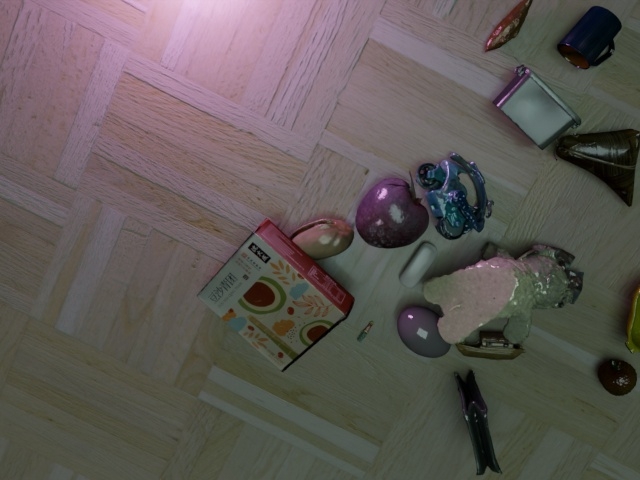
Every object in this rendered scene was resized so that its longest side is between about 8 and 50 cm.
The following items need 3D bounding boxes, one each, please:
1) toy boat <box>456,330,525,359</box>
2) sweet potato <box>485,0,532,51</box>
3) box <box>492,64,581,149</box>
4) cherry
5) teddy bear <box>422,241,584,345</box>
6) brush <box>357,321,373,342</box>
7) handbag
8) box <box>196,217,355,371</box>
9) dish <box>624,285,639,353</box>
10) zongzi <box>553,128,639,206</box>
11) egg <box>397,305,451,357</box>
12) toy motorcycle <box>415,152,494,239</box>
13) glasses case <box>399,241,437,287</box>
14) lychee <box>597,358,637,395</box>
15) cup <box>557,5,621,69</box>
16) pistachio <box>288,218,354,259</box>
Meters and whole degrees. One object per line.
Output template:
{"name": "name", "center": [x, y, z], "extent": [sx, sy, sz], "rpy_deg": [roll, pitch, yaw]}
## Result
{"name": "toy boat", "center": [0.559, 0.346, 1.835], "extent": [0.225, 0.068, 0.088], "rpy_deg": [4, 97, 7]}
{"name": "sweet potato", "center": [0.564, -0.637, 1.636], "extent": [0.068, 0.060, 0.206], "rpy_deg": [43, 110, 24]}
{"name": "box", "center": [0.632, -0.387, 1.639], "extent": [0.243, 0.163, 0.135], "rpy_deg": [41, 110, -5]}
{"name": "cherry", "center": [0.225, -0.080, 1.715], "extent": [0.266, 0.183, 0.213], "rpy_deg": [-36, 85, 30]}
{"name": "teddy bear", "center": [0.587, 0.161, 1.747], "extent": [0.375, 0.362, 0.328], "rpy_deg": [-33, 68, 37]}
{"name": "brush", "center": [0.154, 0.310, 1.879], "extent": [0.018, 0.021, 0.083], "rpy_deg": [35, 101, 0]}
{"name": "handbag", "center": [0.503, 0.586, 1.788], "extent": [0.079, 0.260, 0.248], "rpy_deg": [-13, 104, 10]}
{"name": "box", "center": [-0.146, 0.184, 1.776], "extent": [0.385, 0.122, 0.344], "rpy_deg": [43, 120, -4]}
{"name": "dish", "center": [1.063, 0.238, 1.749], "extent": [0.221, 0.108, 0.263], "rpy_deg": [15, 100, 1]}
{"name": "zongzi", "center": [0.831, -0.211, 1.684], "extent": [0.247, 0.111, 0.241], "rpy_deg": [-2, 107, 10]}
{"name": "egg", "center": [0.338, 0.299, 1.798], "extent": [0.146, 0.146, 0.198], "rpy_deg": [-44, 100, 11]}
{"name": "toy motorcycle", "center": [0.418, -0.140, 1.715], "extent": [0.206, 0.154, 0.260], "rpy_deg": [-25, 95, -15]}
{"name": "glasses case", "center": [0.320, 0.081, 1.810], "extent": [0.063, 0.041, 0.164], "rpy_deg": [31, 101, -4]}
{"name": "lychee", "center": [0.963, 0.443, 1.797], "extent": [0.114, 0.114, 0.147], "rpy_deg": [-15, 119, 7]}
{"name": "cup", "center": [0.788, -0.586, 1.618], "extent": [0.138, 0.150, 0.113], "rpy_deg": [-50, 60, 10]}
{"name": "pistachio", "center": [0.000, 0.000, 1.779], "extent": [0.223, 0.126, 0.152], "rpy_deg": [-11, 134, 8]}
